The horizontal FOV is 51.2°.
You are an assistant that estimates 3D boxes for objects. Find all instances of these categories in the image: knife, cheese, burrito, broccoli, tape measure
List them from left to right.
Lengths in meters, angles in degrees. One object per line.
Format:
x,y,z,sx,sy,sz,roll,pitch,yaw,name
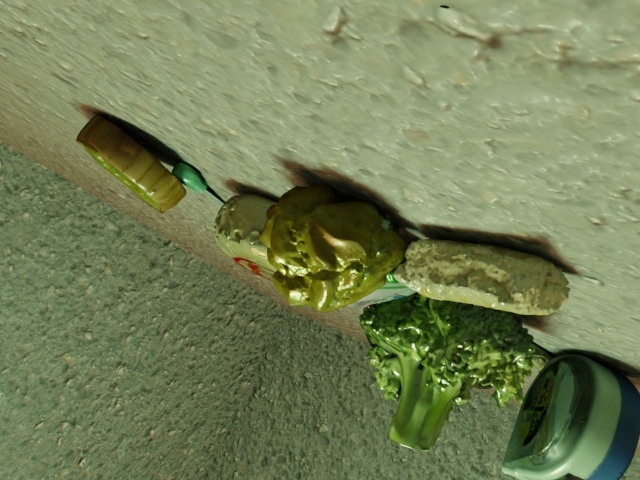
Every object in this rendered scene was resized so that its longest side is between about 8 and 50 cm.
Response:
-0.258,-0.112,1.430,0.063,0.035,0.260,28,173,12,knife
0.084,0.072,1.171,0.203,0.083,0.320,-11,172,-20,cheese
0.223,0.214,1.230,0.277,0.317,0.338,24,-163,-36,broccoli
0.471,0.255,1.433,0.149,0.041,0.055,35,154,-24,burrito
0.480,0.353,1.278,0.138,0.259,0.262,24,162,-1,tape measure

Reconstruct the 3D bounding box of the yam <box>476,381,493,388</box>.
0.357,0.312,1.773,0.131,0.131,0.279,30,167,-20,yam

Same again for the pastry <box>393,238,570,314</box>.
0.210,0.050,0.910,0.121,0.089,0.258,28,171,-30,pastry

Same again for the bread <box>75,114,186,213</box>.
-0.369,-0.145,1.312,0.236,0.070,0.236,37,170,8,bread

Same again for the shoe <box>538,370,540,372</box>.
0.579,0.343,1.500,0.194,0.077,0.074,23,170,17,shoe

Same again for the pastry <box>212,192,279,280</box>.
-0.087,0.006,1.317,0.264,0.133,0.265,26,166,7,pastry

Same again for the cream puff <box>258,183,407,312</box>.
-0.003,0.004,0.998,0.221,0.195,0.194,9,161,46,cream puff
